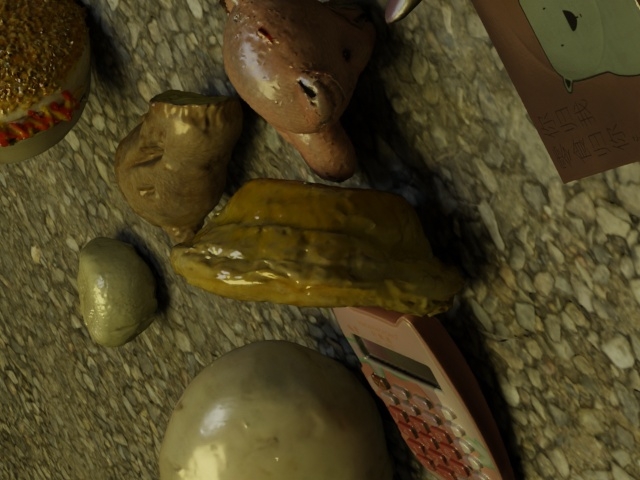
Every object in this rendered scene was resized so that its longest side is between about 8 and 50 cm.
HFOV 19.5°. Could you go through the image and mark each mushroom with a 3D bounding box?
[{"bbox_3d":[-0.069,0.260,2.388,0.336,0.314,0.314,-131,19,-71],"label":"mushroom"}]

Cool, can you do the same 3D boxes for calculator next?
[{"bbox_3d":[0.127,0.186,2.148,0.220,0.048,0.329,19,142,53],"label":"calculator"}]

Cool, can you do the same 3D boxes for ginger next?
[{"bbox_3d":[-0.177,-0.107,2.323,0.354,0.126,0.189,124,134,-64],"label":"ginger"}]

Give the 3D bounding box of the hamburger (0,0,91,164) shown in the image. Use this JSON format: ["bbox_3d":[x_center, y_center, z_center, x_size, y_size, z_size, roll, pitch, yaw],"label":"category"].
[{"bbox_3d":[-0.439,-0.240,2.488,0.179,0.276,0.294,87,170,-59],"label":"hamburger"}]

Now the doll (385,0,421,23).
[{"bbox_3d":[0.042,-0.397,1.554,0.215,0.226,0.370,-31,100,34],"label":"doll"}]

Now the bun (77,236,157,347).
[{"bbox_3d":[-0.301,0.075,2.765,0.188,0.111,0.164,104,147,-59],"label":"bun"}]

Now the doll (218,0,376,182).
[{"bbox_3d":[0.001,-0.169,1.972,0.201,0.156,0.303,54,-179,22],"label":"doll"}]

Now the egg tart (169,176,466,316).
[{"bbox_3d":[0.000,0.000,1.984,0.319,0.319,0.128,13,98,56],"label":"egg tart"}]

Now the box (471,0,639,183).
[{"bbox_3d":[0.244,-0.170,1.556,0.215,0.086,0.215,62,154,-5],"label":"box"}]
